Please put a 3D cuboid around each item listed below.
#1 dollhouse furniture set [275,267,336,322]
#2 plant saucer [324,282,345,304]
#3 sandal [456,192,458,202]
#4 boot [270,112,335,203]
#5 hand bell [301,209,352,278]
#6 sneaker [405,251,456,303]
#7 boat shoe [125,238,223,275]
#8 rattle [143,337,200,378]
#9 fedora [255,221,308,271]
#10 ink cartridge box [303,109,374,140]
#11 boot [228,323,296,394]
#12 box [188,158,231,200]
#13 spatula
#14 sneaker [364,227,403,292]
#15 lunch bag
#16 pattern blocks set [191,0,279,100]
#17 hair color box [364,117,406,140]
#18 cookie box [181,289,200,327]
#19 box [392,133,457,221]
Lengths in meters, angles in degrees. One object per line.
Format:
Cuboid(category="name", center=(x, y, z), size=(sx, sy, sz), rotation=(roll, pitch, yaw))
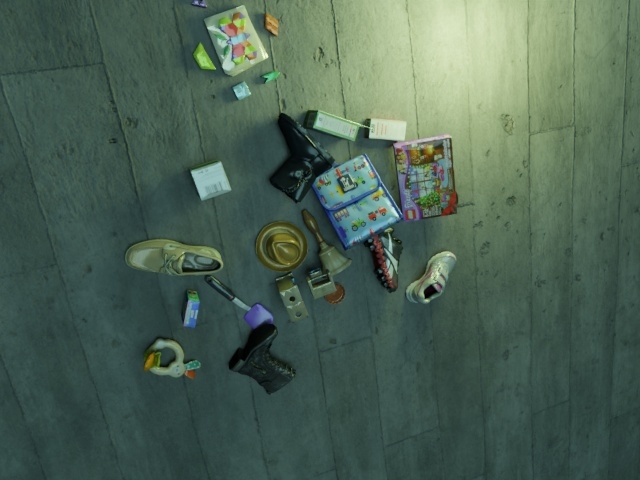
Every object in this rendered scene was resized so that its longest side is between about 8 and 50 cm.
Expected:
Cuboid(category="dollhouse furniture set", center=(-0.045, 0.178, 1.741), size=(0.183, 0.129, 0.129), rotation=(-21, 111, -4))
Cuboid(category="plant saucer", center=(0.054, 0.199, 1.860), size=(0.083, 0.013, 0.083), rotation=(-5, 104, -19))
Cuboid(category="sandal", center=(0.431, -0.198, 1.874), size=(0.219, 0.060, 0.090), rotation=(34, 111, -9))
Cuboid(category="boot", center=(-0.100, -0.267, 1.640), size=(0.246, 0.094, 0.207), rotation=(42, 91, -18))
Cuboid(category="hand bell", center=(0.000, 0.000, 1.755), size=(0.126, 0.126, 0.242), rotation=(-32, 100, -10))
Cuboid(category="sneaker", center=(0.453, 0.156, 1.941), size=(0.103, 0.111, 0.252), rotation=(39, 88, -24))
Cuboid(category="boat shoe", center=(-0.464, 0.062, 1.589), size=(0.302, 0.098, 0.109), rotation=(6, 101, -21))
Cuboid(category="rattle", center=(-0.488, 0.421, 1.656), size=(0.199, 0.143, 0.130), rotation=(45, 68, -18))
Cuboid(category="fedora", center=(-0.126, 0.030, 1.715), size=(0.194, 0.079, 0.194), rotation=(-5, 105, -18))
Cuboid(category="ink cartridge box", center=(0.059, -0.377, 1.663), size=(0.209, 0.109, 0.062), rotation=(12, 99, -23))
Cuboid(category="boot", center=(-0.176, 0.431, 1.787), size=(0.229, 0.091, 0.263), rotation=(35, 112, -25))
Cuboid(category="box", center=(-0.352, -0.193, 1.572), size=(0.101, 0.087, 0.102), rotation=(-21, 109, -14))
Cuboid(category="spatula", center=(-0.286, 0.213, 1.730), size=(0.084, 0.030, 0.296), rotation=(-47, 113, 0))
Cuboid(category="sneaker", center=(0.256, 0.064, 1.853), size=(0.135, 0.097, 0.276), rotation=(-24, 109, -11))
Cuboid(category="lunch bag", center=(0.115, -0.146, 1.721), size=(0.221, 0.138, 0.293), rotation=(-28, 84, -1))
Cuboid(category="pattern blocks set", center=(-0.259, -0.619, 1.530), size=(0.285, 0.026, 0.325), rotation=(-40, 113, -6))
Cuboid(category="hair color box", center=(0.230, -0.392, 1.757), size=(0.141, 0.043, 0.072), rotation=(1, 103, -21))
Cuboid(category="cookie box", center=(-0.430, 0.224, 1.639), size=(0.040, 0.107, 0.092), rotation=(10, 100, -22))
Cuboid(category="box", center=(0.380, -0.222, 1.796), size=(0.201, 0.057, 0.293), rotation=(-9, 114, 6))
